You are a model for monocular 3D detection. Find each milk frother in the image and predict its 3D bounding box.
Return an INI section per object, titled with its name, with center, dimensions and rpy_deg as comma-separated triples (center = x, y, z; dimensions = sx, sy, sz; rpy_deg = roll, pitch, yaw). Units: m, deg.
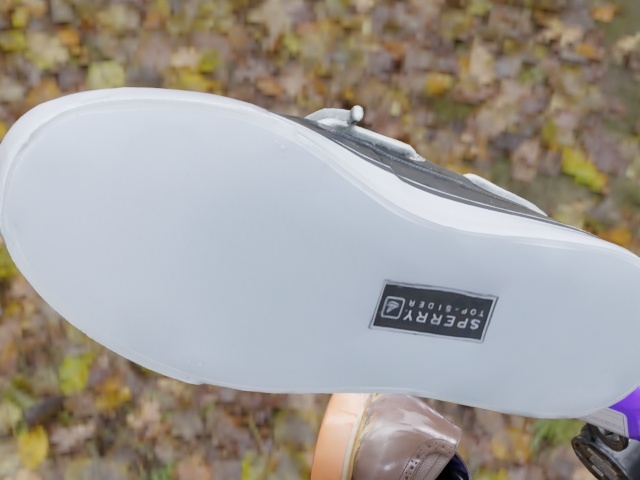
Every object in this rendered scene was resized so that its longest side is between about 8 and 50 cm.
[milk frother]
center = 0.315, 0.161, 1.732
dimensions = 0.135, 0.143, 0.129
rpy_deg = -44, 96, -15

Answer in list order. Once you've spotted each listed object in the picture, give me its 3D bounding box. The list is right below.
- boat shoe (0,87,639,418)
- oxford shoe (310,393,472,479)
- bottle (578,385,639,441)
[boat shoe]
center = 0.002, -0.004, 0.742
dimensions = 0.306, 0.113, 0.105
rpy_deg = 9, 18, -28
[oxford shoe]
center = 0.068, 0.258, 1.671
dimensions = 0.132, 0.364, 0.130
rpy_deg = 15, 61, 11
[bottle]
center = 0.275, 0.110, 1.498
dimensions = 0.283, 0.092, 0.118
rpy_deg = 19, 53, 29
